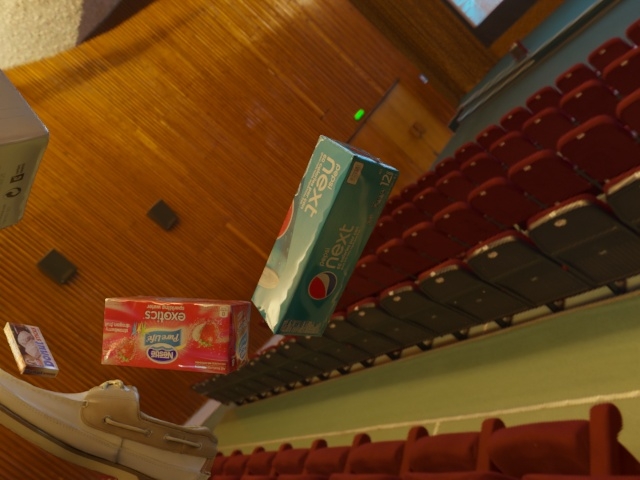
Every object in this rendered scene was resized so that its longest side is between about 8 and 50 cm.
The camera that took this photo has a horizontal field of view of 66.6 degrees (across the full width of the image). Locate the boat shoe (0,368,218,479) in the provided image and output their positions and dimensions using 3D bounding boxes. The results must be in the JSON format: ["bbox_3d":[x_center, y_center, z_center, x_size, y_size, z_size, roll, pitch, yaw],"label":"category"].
[{"bbox_3d":[-0.267,0.225,0.602,0.113,0.302,0.103,-18,39,56],"label":"boat shoe"}]

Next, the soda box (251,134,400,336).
[{"bbox_3d":[0.000,0.000,0.534,0.071,0.067,0.210,44,115,49],"label":"soda box"}]

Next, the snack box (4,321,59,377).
[{"bbox_3d":[-0.587,0.219,0.985,0.178,0.064,0.022,29,90,44],"label":"snack box"}]

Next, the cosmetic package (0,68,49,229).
[{"bbox_3d":[-0.374,-0.100,0.427,0.151,0.184,0.151,-41,-5,39],"label":"cosmetic package"}]

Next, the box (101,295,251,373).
[{"bbox_3d":[-0.274,0.177,0.944,0.122,0.256,0.128,20,-108,-79],"label":"box"}]
